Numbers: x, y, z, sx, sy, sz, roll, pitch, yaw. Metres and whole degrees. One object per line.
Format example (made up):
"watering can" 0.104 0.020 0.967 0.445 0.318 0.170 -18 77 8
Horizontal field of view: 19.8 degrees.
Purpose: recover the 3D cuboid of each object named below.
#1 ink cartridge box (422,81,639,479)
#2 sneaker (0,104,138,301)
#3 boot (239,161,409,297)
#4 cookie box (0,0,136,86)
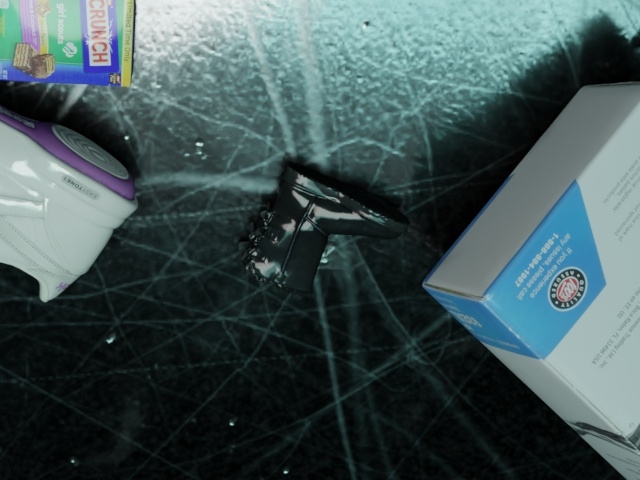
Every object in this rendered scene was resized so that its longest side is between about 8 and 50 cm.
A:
"ink cartridge box" 0.273 0.056 1.463 0.307 0.129 0.223 43 79 -17
"sneaker" -0.301 -0.056 1.430 0.305 0.114 0.152 30 106 -14
"boot" 0.000 0.000 1.508 0.121 0.045 0.099 23 106 -4
"cookie box" -0.198 -0.170 1.431 0.107 0.040 0.092 2 111 -5
